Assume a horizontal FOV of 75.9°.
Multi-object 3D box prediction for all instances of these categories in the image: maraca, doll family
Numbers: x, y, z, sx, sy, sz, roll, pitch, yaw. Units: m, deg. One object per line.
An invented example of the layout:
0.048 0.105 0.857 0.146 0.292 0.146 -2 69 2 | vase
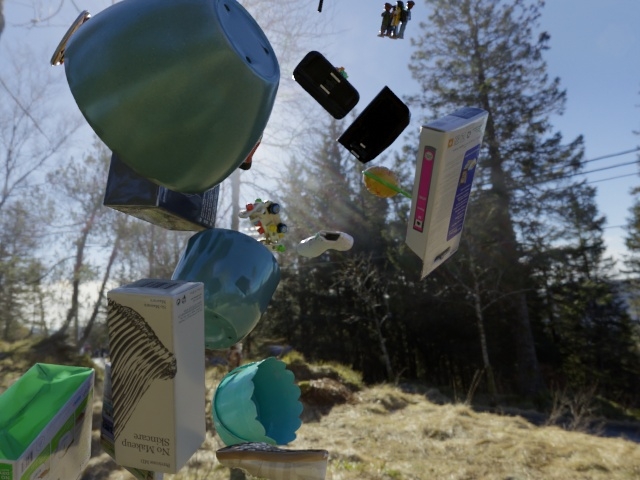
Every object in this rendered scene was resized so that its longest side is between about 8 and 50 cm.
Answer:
0.220 -0.185 1.357 0.186 0.099 0.127 33 14 24 | maraca
0.236 -0.682 1.261 0.076 0.111 0.193 18 31 11 | doll family

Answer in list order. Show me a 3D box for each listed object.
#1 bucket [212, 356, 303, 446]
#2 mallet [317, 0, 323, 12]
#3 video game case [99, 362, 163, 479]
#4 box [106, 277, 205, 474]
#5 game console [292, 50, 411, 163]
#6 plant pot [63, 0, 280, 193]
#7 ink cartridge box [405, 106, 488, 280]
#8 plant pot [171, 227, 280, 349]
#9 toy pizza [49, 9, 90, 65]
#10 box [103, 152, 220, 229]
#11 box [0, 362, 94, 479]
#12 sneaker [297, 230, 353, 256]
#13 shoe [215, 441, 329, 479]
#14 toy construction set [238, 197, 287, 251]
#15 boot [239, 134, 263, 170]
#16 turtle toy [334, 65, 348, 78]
-0.205 0.539 1.342 0.183 0.281 0.281 -26 -16 21 | bucket
0.016 -0.781 1.252 0.039 0.062 0.189 -15 -29 -16 | mallet
-0.388 0.376 0.847 0.212 0.193 0.023 9 5 34 | video game case
-0.248 0.202 0.635 0.113 0.275 0.094 2 7 12 | box
0.087 -0.407 1.206 0.361 0.213 0.044 39 15 -20 | game console
-0.176 -0.242 0.606 0.195 0.290 0.290 -25 -17 26 | plant pot
0.280 -0.099 0.940 0.176 0.370 0.069 -29 42 -36 | ink cartridge box
-0.281 0.151 1.130 0.293 0.235 0.293 7 -48 8 | plant pot
-0.743 -0.600 1.232 0.032 0.201 0.201 33 -30 -33 | toy pizza
-0.559 -0.213 1.523 0.212 0.293 0.395 2 -11 13 | box
-0.545 0.405 0.772 0.127 0.231 0.262 9 14 -6 | box
0.000 0.000 1.406 0.212 0.080 0.094 -12 -27 27 | sneaker
-0.089 0.381 0.694 0.219 0.058 0.076 -10 -18 26 | shoe
-0.242 -0.043 1.671 0.215 0.327 0.151 -36 51 -27 | toy construction set
-0.266 -0.345 1.282 0.088 0.244 0.176 -12 -27 -31 | boot
0.050 -0.665 1.657 0.130 0.095 0.066 5 -35 13 | turtle toy
